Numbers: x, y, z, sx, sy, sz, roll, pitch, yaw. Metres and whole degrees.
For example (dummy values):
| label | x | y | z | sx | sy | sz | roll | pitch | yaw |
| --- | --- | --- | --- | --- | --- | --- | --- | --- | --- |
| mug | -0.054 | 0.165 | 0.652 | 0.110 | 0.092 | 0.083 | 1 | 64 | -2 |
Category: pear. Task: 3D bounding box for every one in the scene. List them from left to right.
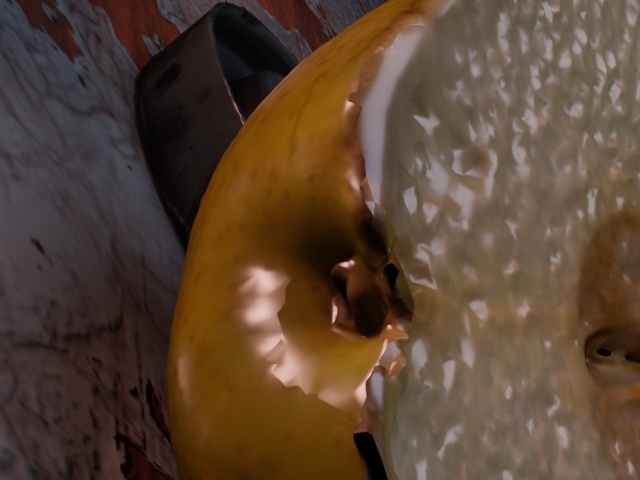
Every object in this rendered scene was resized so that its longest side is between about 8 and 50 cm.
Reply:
| label | x | y | z | sx | sy | sz | roll | pitch | yaw |
| --- | --- | --- | --- | --- | --- | --- | --- | --- | --- |
| pear | 0.082 | 0.058 | 0.552 | 0.386 | 0.191 | 0.340 | 19 | 67 | -43 |

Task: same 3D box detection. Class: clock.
| label | x | y | z | sx | sy | sz | roll | pitch | yaw |
| --- | --- | --- | --- | --- | --- | --- | --- | --- | --- |
| clock | 0.001 | 0.000 | 0.783 | 0.319 | 0.066 | 0.319 | 54 | 15 | -21 |
